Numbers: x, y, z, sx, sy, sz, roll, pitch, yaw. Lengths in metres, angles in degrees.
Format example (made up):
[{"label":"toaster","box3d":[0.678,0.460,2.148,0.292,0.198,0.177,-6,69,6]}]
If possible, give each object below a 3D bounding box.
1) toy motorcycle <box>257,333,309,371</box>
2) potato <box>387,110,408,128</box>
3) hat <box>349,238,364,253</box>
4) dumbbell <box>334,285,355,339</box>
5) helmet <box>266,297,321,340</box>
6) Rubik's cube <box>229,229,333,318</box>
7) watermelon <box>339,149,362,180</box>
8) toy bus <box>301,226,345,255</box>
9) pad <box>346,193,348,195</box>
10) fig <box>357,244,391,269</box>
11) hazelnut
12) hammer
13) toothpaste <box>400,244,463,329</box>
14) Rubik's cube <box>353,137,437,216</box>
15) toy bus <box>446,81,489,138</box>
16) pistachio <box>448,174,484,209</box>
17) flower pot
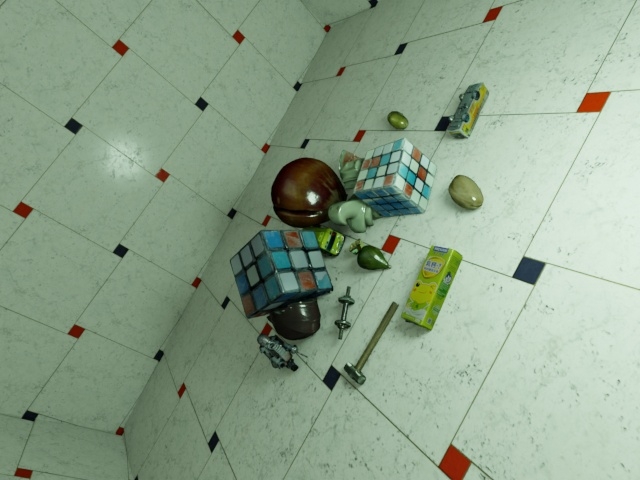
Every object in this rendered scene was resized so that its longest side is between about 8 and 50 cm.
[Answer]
[{"label":"toy motorcycle","box3d":[-0.197,0.559,1.996,0.134,0.207,0.401,-44,28,-22]},{"label":"potato","box3d":[0.424,-0.672,2.234,0.188,0.105,0.085,-98,30,-60]},{"label":"hat","box3d":[0.188,0.037,2.024,0.077,0.059,0.076,-41,21,17]},{"label":"dumbbell","box3d":[0.112,0.333,1.870,0.082,0.082,0.253,-17,52,46]},{"label":"helmet","box3d":[-0.120,0.409,2.013,0.305,0.225,0.177,-33,72,42]},{"label":"Rubik's cube","box3d":[-0.205,0.162,2.063,0.362,0.359,0.363,-34,70,44]},{"label":"watermelon","box3d":[0.174,-0.413,2.347,0.202,0.136,0.207,-27,59,47]},{"label":"toy bus","box3d":[0.000,0.000,2.215,0.262,0.150,0.128,7,72,54]},{"label":"pad","box3d":[0.059,-0.213,2.423,0.233,0.022,0.174,18,79,55]},{"label":"fig","box3d":[0.251,0.087,1.868,0.177,0.117,0.117,22,82,46]},{"label":"hazelnut","box3d":[-0.066,-0.270,2.228,0.402,0.429,0.402,12,111,33]},{"label":"hammer","box3d":[0.226,0.419,1.694,0.365,0.043,0.111,-59,32,-3]},{"label":"toothpaste","box3d":[0.431,0.181,1.567,0.110,0.077,0.327,14,77,57]},{"label":"Rubik's cube","box3d":[0.348,-0.281,1.879,0.259,0.256,0.253,-2,63,52]},{"label":"toy bus","box3d":[0.670,-0.586,1.831,0.092,0.106,0.268,12,72,56]},{"label":"pistachio","box3d":[0.590,-0.193,1.637,0.108,0.126,0.185,91,169,-46]},{"label":"flower pot","box3d":[0.196,-0.216,2.034,0.165,0.254,0.367,-3,64,52]}]
